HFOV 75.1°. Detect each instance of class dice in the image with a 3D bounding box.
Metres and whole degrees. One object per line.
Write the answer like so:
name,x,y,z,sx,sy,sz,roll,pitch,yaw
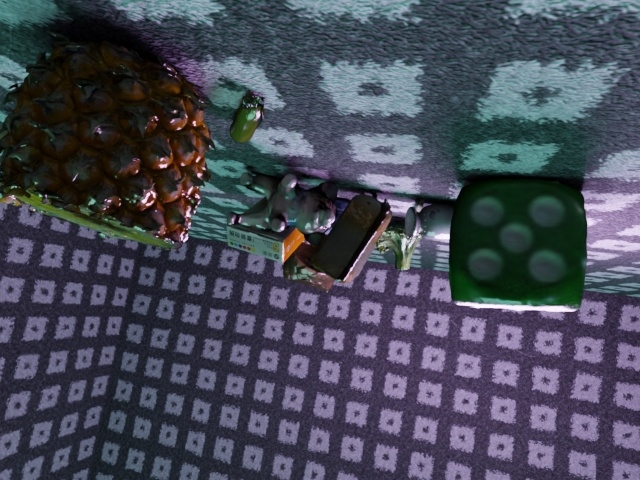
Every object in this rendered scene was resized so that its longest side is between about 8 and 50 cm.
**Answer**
dice,0.482,0.025,1.039,0.286,0.301,0.297,3,170,25

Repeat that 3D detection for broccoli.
broccoli,0.309,0.019,1.598,0.219,0.195,0.194,-1,168,27

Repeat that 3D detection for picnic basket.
picnic basket,0.000,0.000,1.717,0.292,0.338,0.337,20,169,-23

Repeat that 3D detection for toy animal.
toy animal,-0.067,-0.094,1.230,0.302,0.195,0.344,10,-175,-40

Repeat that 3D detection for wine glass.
wine glass,0.362,-0.054,1.260,0.204,0.111,0.111,-1,173,-3

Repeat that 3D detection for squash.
squash,-0.145,-0.235,0.821,0.052,0.052,0.183,12,169,-20

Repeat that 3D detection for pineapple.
pineapple,-0.345,-0.153,0.704,0.351,0.301,0.352,9,174,1

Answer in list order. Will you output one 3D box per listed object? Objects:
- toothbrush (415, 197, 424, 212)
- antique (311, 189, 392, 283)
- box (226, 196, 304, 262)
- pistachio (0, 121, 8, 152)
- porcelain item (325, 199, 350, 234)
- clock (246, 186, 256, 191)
toothbrush,0.322,-0.094,1.380,0.026,0.028,0.294,7,167,10
antique,0.104,-0.015,1.259,0.125,0.284,0.150,32,-179,19
box,-0.163,-0.049,1.439,0.220,0.091,0.274,16,-147,19
pistachio,-0.736,-0.250,1.119,0.215,0.144,0.143,22,166,-36
porcelain item,0.070,-0.077,1.453,0.147,0.114,0.147,9,170,2
clock,-0.211,-0.180,1.400,0.085,0.017,0.085,9,172,1
